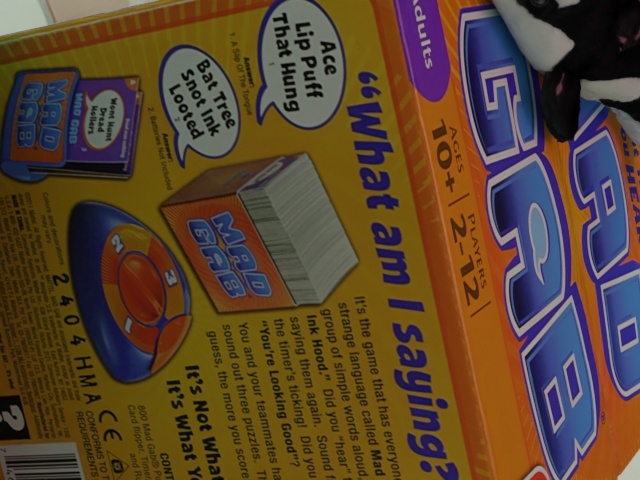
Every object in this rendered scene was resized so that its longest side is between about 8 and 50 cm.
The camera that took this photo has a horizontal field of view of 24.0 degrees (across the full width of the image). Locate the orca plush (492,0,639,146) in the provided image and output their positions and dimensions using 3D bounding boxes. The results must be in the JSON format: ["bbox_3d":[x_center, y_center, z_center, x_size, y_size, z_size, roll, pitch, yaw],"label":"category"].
[{"bbox_3d":[0.195,-0.119,0.903,0.287,0.102,0.151,52,43,-42],"label":"orca plush"}]

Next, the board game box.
[{"bbox_3d":[0.000,0.000,1.005,0.356,0.356,0.356,-29,109,-58],"label":"board game box"}]
